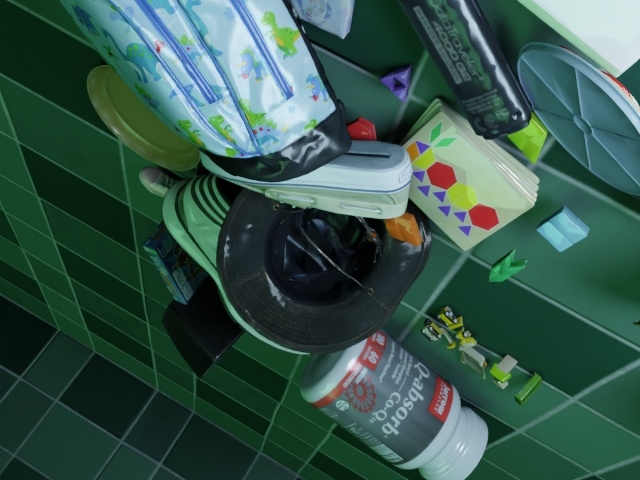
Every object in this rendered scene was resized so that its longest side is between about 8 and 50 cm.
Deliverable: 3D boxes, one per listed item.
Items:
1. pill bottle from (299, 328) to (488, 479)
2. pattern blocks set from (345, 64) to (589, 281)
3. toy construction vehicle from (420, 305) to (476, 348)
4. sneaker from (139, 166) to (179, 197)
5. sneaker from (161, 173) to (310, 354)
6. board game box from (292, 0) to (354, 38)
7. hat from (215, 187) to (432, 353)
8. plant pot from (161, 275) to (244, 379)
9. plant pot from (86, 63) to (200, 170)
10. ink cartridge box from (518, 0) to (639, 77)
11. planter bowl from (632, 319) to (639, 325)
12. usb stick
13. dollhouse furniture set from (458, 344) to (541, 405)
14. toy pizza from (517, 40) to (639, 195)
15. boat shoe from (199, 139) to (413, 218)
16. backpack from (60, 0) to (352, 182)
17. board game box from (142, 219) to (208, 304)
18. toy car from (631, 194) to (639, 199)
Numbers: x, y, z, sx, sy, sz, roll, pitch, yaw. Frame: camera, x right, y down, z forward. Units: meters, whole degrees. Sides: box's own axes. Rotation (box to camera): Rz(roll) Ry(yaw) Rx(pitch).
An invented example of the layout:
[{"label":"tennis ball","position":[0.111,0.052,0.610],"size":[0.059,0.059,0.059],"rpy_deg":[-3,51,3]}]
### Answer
[{"label":"pill bottle","position":[0.155,0.335,1.423],"size":[0.363,0.210,0.210],"rpy_deg":[38,151,-10]},{"label":"pattern blocks set","position":[0.176,-0.084,0.904],"size":[0.325,0.026,0.285],"rpy_deg":[50,137,-10]},{"label":"toy construction vehicle","position":[0.236,0.161,1.268],"size":[0.098,0.035,0.086],"rpy_deg":[40,139,-18]},{"label":"sneaker","position":[-0.288,-0.105,1.354],"size":[0.134,0.051,0.070],"rpy_deg":[40,149,-20]},{"label":"sneaker","position":[-0.080,0.053,1.266],"size":[0.447,0.169,0.257],"rpy_deg":[48,149,-21]},{"label":"board game box","position":[-0.002,-0.295,0.815],"size":[0.090,0.020,0.090],"rpy_deg":[29,151,10]},{"label":"hat","position":[0.000,0.000,1.079],"size":[0.331,0.331,0.134],"rpy_deg":[40,-172,-12]},{"label":"plant pot","position":[-0.262,0.183,1.609],"size":[0.167,0.187,0.188],"rpy_deg":[43,149,1]},{"label":"plant pot","position":[-0.303,-0.219,1.213],"size":[0.236,0.032,0.236],"rpy_deg":[24,150,15]},{"label":"ink cartridge box","position":[0.268,-0.268,0.560],"size":[0.171,0.056,0.235],"rpy_deg":[36,138,-7]},{"label":"planter bowl","position":[0.482,0.073,0.790],"size":[0.217,0.090,0.217],"rpy_deg":[9,179,0]},{"label":"usb stick","position":[0.139,-0.229,0.733],"size":[0.077,0.045,0.278],"rpy_deg":[-14,122,42]},{"label":"dollhouse furniture set","position":[0.333,0.235,1.289],"size":[0.151,0.058,0.076],"rpy_deg":[37,165,34]},{"label":"toy pizza","position":[0.279,-0.128,0.703],"size":[0.201,0.032,0.201],"rpy_deg":[49,-178,-2]},{"label":"boat shoe","position":[-0.025,-0.085,0.935],"size":[0.302,0.109,0.094],"rpy_deg":[10,129,20]},{"label":"backpack","position":[-0.148,-0.255,0.806],"size":[0.290,0.273,0.356],"rpy_deg":[43,153,52]},{"label":"board game box","position":[-0.290,0.026,1.464],"size":[0.035,0.136,0.201],"rpy_deg":[19,147,24]},{"label":"toy car","position":[0.415,-0.034,0.735],"size":[0.155,0.149,0.188],"rpy_deg":[38,178,-12]}]
